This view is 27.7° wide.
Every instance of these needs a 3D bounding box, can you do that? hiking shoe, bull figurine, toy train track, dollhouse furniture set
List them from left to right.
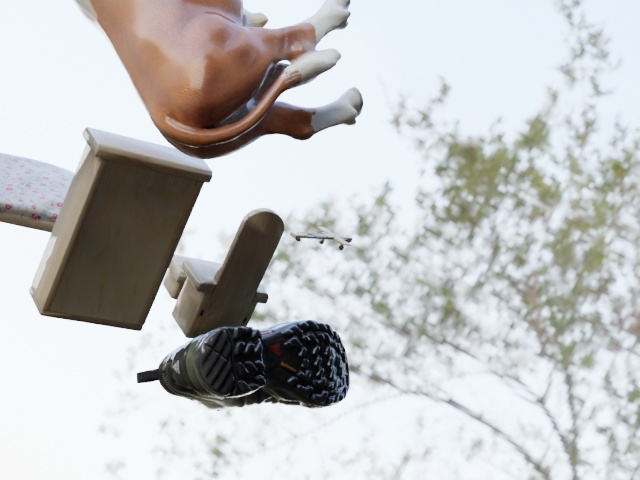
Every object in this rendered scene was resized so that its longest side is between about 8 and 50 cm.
[{"bbox_3d":[-0.232,-0.077,1.309,0.303,0.174,0.355,13,22,-32],"label":"dollhouse furniture set"},{"bbox_3d":[-0.098,-0.179,0.948,0.310,0.188,0.101,61,-28,31],"label":"bull figurine"},{"bbox_3d":[-0.066,0.119,1.237,0.114,0.086,0.227,-10,-16,37],"label":"hiking shoe"},{"bbox_3d":[0.000,0.000,1.383,0.083,0.014,0.048,4,21,-44],"label":"toy train track"}]
